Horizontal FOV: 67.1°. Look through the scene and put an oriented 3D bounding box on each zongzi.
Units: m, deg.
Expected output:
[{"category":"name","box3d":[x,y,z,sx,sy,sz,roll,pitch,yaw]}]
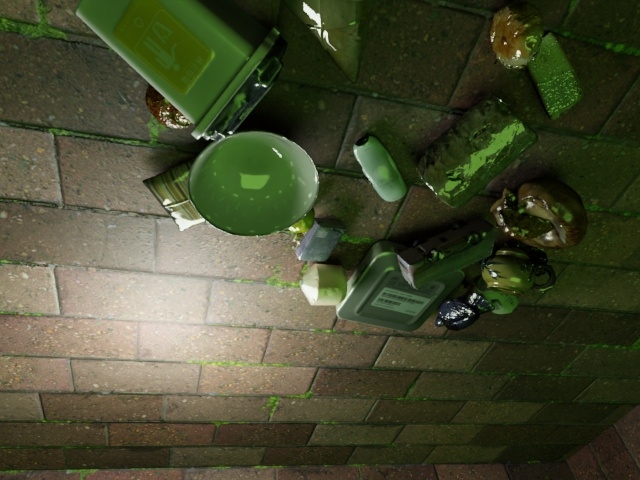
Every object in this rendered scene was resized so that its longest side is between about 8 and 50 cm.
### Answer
[{"category":"zongzi","box3d":[-0.054,-0.516,1.002,0.355,0.174,0.393,3,138,-7]}]

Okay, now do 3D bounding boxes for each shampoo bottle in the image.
[{"category":"shampoo bottle","box3d":[0.688,0.214,1.850,0.118,0.087,0.234,-31,130,13]}]

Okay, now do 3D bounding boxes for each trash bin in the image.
[{"category":"trash bin","box3d":[-0.269,-0.426,1.009,0.367,0.296,0.256,37,120,-19]}]

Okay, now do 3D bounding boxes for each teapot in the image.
[{"category":"teapot","box3d":[0.668,0.092,1.665,0.269,0.183,0.173,9,167,27]}]

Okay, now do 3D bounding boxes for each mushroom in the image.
[{"category":"mushroom","box3d":[-0.062,-0.005,1.567,0.049,0.019,0.101,15,128,-21]},{"category":"mushroom","box3d":[0.672,-0.088,1.492,0.283,0.195,0.263,10,166,-13]}]

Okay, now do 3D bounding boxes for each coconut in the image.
[{"category":"coconut","box3d":[0.007,0.148,1.638,0.152,0.147,0.147,1,132,-13]}]

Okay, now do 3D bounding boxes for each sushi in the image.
[{"category":"sushi","box3d":[0.761,0.076,1.734,0.084,0.094,0.098,5,137,-10]}]

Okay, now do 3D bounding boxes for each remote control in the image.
[{"category":"remote control","box3d":[0.176,-0.201,1.409,0.097,0.045,0.256,-30,128,17]}]

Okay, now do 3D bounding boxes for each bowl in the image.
[{"category":"bowl","box3d":[-0.177,-0.182,1.290,0.337,0.158,0.337,-5,134,-6]}]

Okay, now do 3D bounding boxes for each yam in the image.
[{"category":"yam","box3d":[0.414,-0.239,1.319,0.195,0.195,0.300,30,121,-31]}]

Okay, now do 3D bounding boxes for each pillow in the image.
[{"category":"pillow","box3d":[-0.360,-0.131,1.377,0.212,0.052,0.208,-20,134,8]}]

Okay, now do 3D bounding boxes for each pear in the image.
[{"category":"pear","box3d":[-0.061,-0.071,1.466,0.097,0.092,0.092,-53,133,-18]}]

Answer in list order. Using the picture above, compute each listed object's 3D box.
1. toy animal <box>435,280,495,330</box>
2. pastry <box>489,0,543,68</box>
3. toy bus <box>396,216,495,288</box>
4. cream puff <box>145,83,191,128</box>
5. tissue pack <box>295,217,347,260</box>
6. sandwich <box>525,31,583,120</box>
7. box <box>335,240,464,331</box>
[{"category":"toy animal","box3d":[0.518,0.249,1.766,0.185,0.298,0.122,-41,93,-10]},{"category":"pastry","box3d":[0.460,-0.483,1.131,0.081,0.153,0.153,-7,133,-7]},{"category":"toy bus","box3d":[0.414,0.040,1.574,0.316,0.112,0.138,-21,120,-6]},{"category":"cream puff","box3d":[-0.349,-0.335,1.171,0.149,0.084,0.149,-5,135,-5]},{"category":"tissue pack","box3d":[0.000,0.000,1.548,0.112,0.051,0.156,5,131,-34]},{"category":"sandwich","box3d":[0.614,-0.406,1.264,0.094,0.096,0.258,-28,129,23]},{"category":"box","box3d":[0.282,0.181,1.751,0.367,0.090,0.373,13,130,-22]}]
